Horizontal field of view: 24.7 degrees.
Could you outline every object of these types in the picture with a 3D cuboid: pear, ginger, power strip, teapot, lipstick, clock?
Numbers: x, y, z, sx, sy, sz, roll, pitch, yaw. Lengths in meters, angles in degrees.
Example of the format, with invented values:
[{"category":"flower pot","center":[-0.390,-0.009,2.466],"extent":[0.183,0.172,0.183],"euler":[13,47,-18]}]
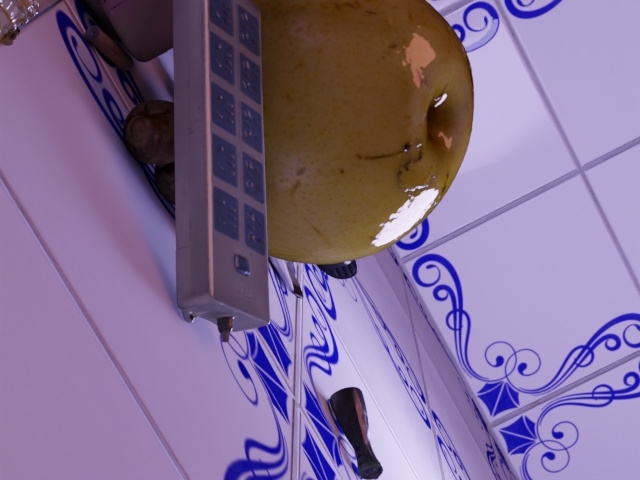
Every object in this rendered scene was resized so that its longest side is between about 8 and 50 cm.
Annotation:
[{"category":"pear","center":[0.005,-0.140,1.633],"extent":[0.348,0.348,0.348],"euler":[61,7,-13]},{"category":"ginger","center":[-0.122,-0.063,1.448],"extent":[0.204,0.080,0.104],"euler":[58,42,-38]},{"category":"power strip","center":[-0.093,-0.080,1.371],"extent":[0.106,0.043,0.367],"euler":[28,54,-55]},{"category":"teapot","center":[0.046,0.231,1.740],"extent":[0.043,0.042,0.111],"euler":[52,15,-57]},{"category":"lipstick","center":[-0.218,-0.198,1.510],"extent":[0.019,0.019,0.094],"euler":[65,7,16]},{"category":"clock","center":[-0.235,-0.357,1.595],"extent":[0.309,0.114,0.284],"euler":[59,8,-18]}]

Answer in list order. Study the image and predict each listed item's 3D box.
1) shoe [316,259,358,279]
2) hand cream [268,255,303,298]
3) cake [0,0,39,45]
[{"category":"shoe","center":[0.000,0.000,2.202],"extent":[0.159,0.062,0.053],"euler":[61,20,-16]},{"category":"hand cream","center":[-0.093,-0.081,1.853],"extent":[0.121,0.076,0.336],"euler":[-99,167,-63]},{"category":"cake","center":[-0.256,-0.196,1.005],"extent":[0.116,0.079,0.185],"euler":[-111,175,-57]}]
